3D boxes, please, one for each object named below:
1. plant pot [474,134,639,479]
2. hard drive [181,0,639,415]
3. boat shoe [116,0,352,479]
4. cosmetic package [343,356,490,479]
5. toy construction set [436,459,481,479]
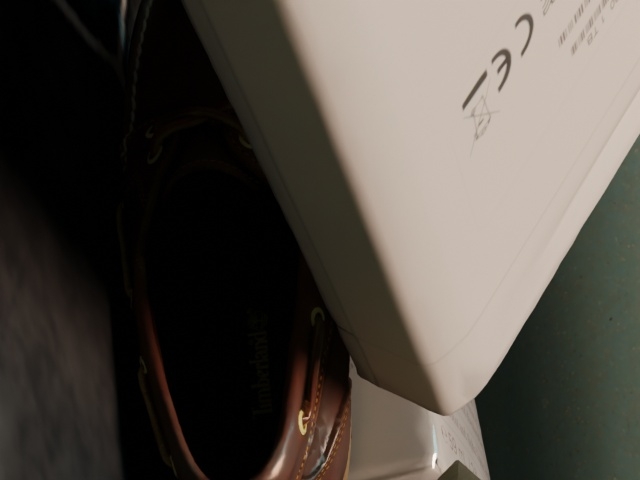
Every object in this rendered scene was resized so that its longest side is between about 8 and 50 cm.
[{"bbox_3d":[0.194,0.056,1.043,0.341,0.341,0.334,49,36,-68],"label":"plant pot"},{"bbox_3d":[0.045,-0.133,0.434,0.233,0.047,0.353,-56,152,-20],"label":"hard drive"},{"bbox_3d":[-0.026,-0.008,0.567,0.073,0.073,0.207,58,20,-65],"label":"boat shoe"},{"bbox_3d":[0.000,0.000,0.672,0.117,0.086,0.231,57,23,-62],"label":"cosmetic package"},{"bbox_3d":[0.103,0.158,0.484,0.237,0.309,0.257,53,16,-53],"label":"toy construction set"}]
